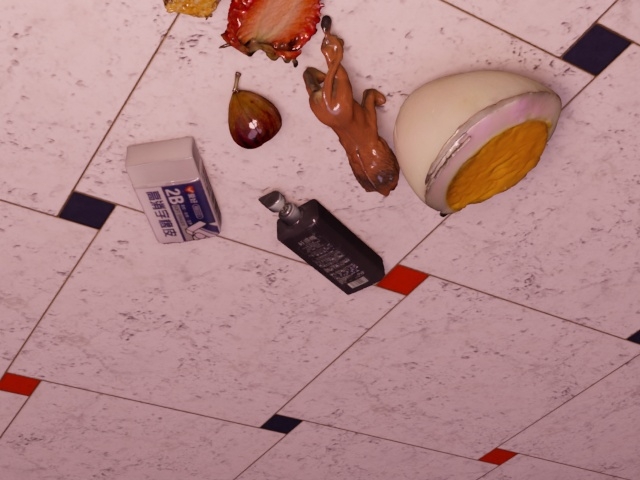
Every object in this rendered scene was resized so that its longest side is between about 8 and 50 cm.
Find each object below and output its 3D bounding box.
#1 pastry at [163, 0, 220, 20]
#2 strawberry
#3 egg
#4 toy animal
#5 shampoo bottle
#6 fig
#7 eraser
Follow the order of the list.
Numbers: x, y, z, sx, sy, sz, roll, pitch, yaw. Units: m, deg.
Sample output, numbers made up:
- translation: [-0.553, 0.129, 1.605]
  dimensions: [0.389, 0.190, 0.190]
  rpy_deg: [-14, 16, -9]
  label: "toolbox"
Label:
- translation: [-0.165, -0.369, 1.361]
  dimensions: [0.080, 0.056, 0.140]
  rpy_deg: [17, 138, -26]
  label: "pastry"
- translation: [-0.054, -0.356, 1.377]
  dimensions: [0.167, 0.087, 0.208]
  rpy_deg: [0, 137, -46]
  label: "strawberry"
- translation: [0.244, -0.186, 1.560]
  dimensions: [0.286, 0.174, 0.264]
  rpy_deg: [-19, 149, -26]
  label: "egg"
- translation: [0.051, -0.191, 1.531]
  dimensions: [0.097, 0.157, 0.312]
  rpy_deg: [-21, 140, 18]
  label: "toy animal"
- translation: [0.001, 0.000, 1.832]
  dimensions: [0.098, 0.071, 0.309]
  rpy_deg: [-26, 137, 26]
  label: "shampoo bottle"
- translation: [-0.122, -0.213, 1.557]
  dimensions: [0.089, 0.089, 0.125]
  rpy_deg: [-23, 113, 21]
  label: "fig"
- translation: [-0.258, -0.087, 1.699]
  dimensions: [0.124, 0.068, 0.210]
  rpy_deg: [-6, 141, 6]
  label: "eraser"
